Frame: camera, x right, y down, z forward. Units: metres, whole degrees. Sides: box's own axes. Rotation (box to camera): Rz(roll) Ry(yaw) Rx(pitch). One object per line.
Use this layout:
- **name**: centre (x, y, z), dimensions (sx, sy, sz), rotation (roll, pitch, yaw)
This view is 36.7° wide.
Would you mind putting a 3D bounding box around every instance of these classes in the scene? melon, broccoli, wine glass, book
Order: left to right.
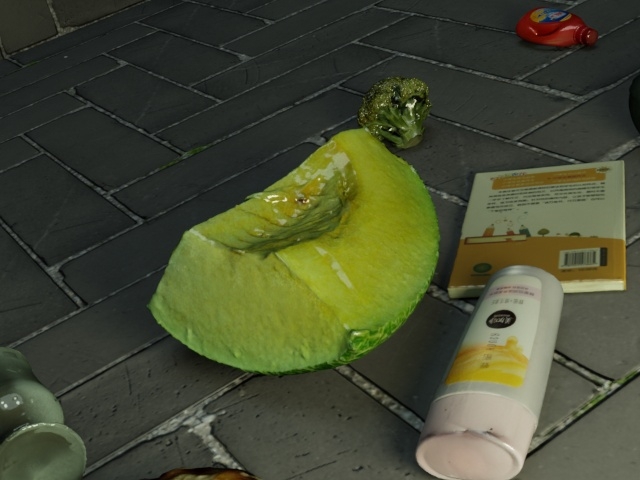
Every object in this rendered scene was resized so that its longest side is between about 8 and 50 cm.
- **wine glass**: centre (-0.342, 0.201, 1.083), dimensions (0.103, 0.103, 0.231), rotation (-27, 27, -19)
- **melon**: centre (0.000, 0.000, 1.163), dimensions (0.331, 0.226, 0.343), rotation (-5, 15, 42)
- **broccoli**: centre (0.123, -0.207, 1.560), dimensions (0.130, 0.131, 0.120), rotation (-16, 65, -26)
- **book**: centre (0.285, -0.021, 1.242), dimensions (0.207, 0.020, 0.295), rotation (-4, 31, 20)

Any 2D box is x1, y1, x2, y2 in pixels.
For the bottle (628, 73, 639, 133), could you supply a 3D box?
- **bottle**: centre (0.591, -0.228, 1.327), dimensions (0.336, 0.144, 0.144), rotation (-20, 29, -7)

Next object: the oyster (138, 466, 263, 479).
- **oyster**: centre (-0.147, 0.274, 0.868), dimensions (0.271, 0.100, 0.275), rotation (-37, 37, -7)

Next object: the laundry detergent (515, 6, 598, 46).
- **laundry detergent**: centre (0.439, -0.386, 1.771), dimensions (0.097, 0.049, 0.165), rotation (-32, 33, -14)

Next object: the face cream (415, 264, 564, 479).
- **face cream**: centre (0.182, 0.130, 0.979), dimensions (0.107, 0.073, 0.269), rotation (-8, 30, 30)
